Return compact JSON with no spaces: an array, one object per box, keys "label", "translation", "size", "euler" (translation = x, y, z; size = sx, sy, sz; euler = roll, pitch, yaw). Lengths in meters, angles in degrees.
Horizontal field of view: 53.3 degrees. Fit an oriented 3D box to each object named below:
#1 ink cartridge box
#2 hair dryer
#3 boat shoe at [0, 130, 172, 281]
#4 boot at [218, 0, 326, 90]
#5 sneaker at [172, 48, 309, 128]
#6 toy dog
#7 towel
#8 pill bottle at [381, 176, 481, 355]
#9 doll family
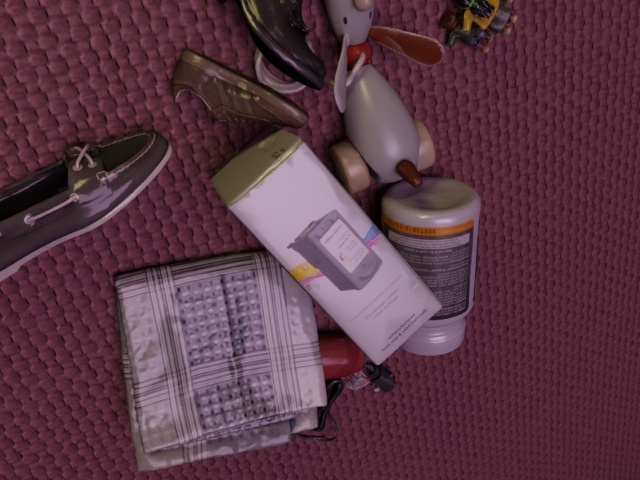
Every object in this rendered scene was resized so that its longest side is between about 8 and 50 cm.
[{"label":"ink cartridge box","translation":[0.000,0.000,0.902],"size":[0.131,0.226,0.306],"euler":[-43,111,-2]},{"label":"hair dryer","translation":[-0.001,0.266,1.161],"size":[0.224,0.080,0.293],"euler":[-42,123,2]},{"label":"boat shoe","translation":[-0.350,-0.054,0.816],"size":[0.335,0.112,0.095],"euler":[-34,129,-1]},{"label":"boot","translation":[-0.016,-0.349,0.796],"size":[0.229,0.091,0.263],"euler":[-41,99,0]},{"label":"sneaker","translation":[-0.109,-0.186,0.863],"size":[0.189,0.066,0.071],"euler":[27,106,-2]},{"label":"toy dog","translation":[0.081,-0.198,0.911],"size":[0.220,0.161,0.333],"euler":[-41,125,-1]},{"label":"towel","translation":[-0.150,0.186,1.007],"size":[0.312,0.056,0.324],"euler":[-8,98,-21]},{"label":"pill bottle","translation":[0.184,0.046,1.083],"size":[0.162,0.162,0.278],"euler":[-13,120,-18]},{"label":"doll family","translation":[0.253,-0.377,0.956],"size":[0.111,0.076,0.192],"euler":[20,101,-27]}]
